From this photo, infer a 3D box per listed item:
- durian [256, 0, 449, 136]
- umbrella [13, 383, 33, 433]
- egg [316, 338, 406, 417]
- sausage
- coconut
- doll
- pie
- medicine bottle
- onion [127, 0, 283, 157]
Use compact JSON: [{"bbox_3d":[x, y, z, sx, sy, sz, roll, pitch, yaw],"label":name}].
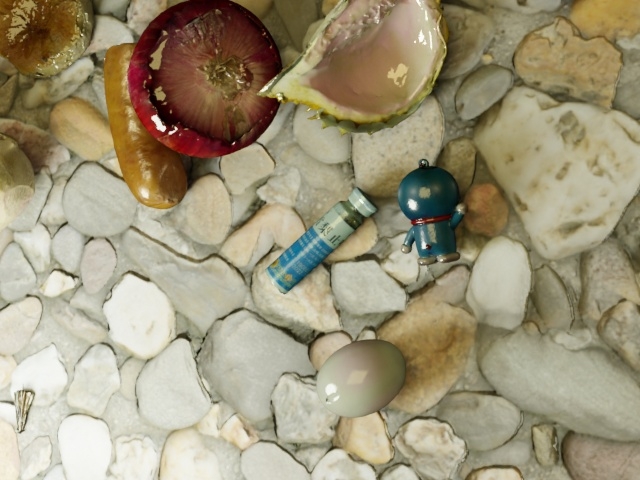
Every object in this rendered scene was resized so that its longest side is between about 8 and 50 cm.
[{"bbox_3d":[0.080,-0.264,1.496,0.195,0.185,0.305,40,91,-8],"label":"durian"},{"bbox_3d":[-0.486,0.274,1.693,0.031,0.020,0.083,6,85,-20],"label":"umbrella"},{"bbox_3d":[0.058,0.195,1.471,0.135,0.103,0.103,-29,76,11],"label":"egg"},{"bbox_3d":[-0.277,-0.176,1.624,0.109,0.109,0.270,-18,78,16],"label":"sausage"},{"bbox_3d":[-0.554,-0.103,1.675,0.194,0.194,0.194,-2,84,19],"label":"coconut"},{"bbox_3d":[0.157,-0.042,1.478,0.114,0.085,0.152,-10,91,29],"label":"doll"},{"bbox_3d":[-0.470,-0.363,1.741,0.195,0.046,0.195,-2,85,19],"label":"pie"},{"bbox_3d":[0.000,0.000,1.540,0.191,0.051,0.051,-43,73,11],"label":"medicine bottle"},{"bbox_3d":[-0.174,-0.241,1.551,0.161,0.248,0.248,10,87,49],"label":"onion"}]
